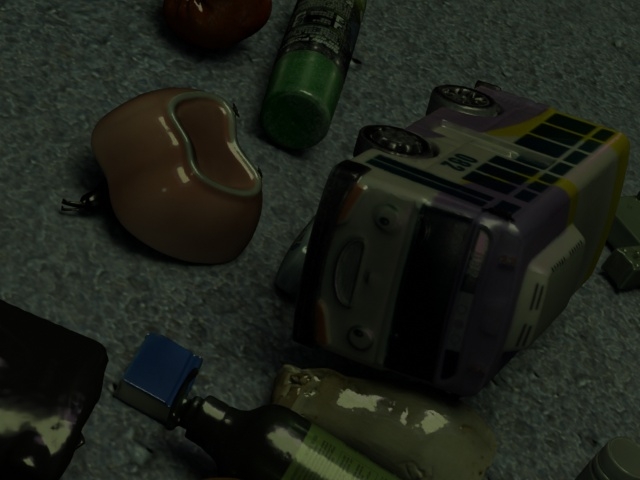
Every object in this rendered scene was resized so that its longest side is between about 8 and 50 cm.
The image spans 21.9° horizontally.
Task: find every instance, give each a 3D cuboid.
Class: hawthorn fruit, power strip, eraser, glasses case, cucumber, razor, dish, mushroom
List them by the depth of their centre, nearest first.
[{"bbox_3d":[-0.357,0.097,1.404,0.349,0.113,0.204,27,35,-6],"label":"razor"},{"bbox_3d":[-0.155,0.132,1.592,0.063,0.027,0.085,28,35,-3],"label":"eraser"},{"bbox_3d":[0.062,0.178,1.647,0.225,0.093,0.116,30,49,-8],"label":"mushroom"},{"bbox_3d":[-0.135,-0.085,1.774,0.213,0.090,0.213,27,42,-28],"label":"dish"},{"bbox_3d":[-0.214,-0.061,1.776,0.043,0.039,0.163,21,28,21],"label":"cucumber"},{"bbox_3d":[0.000,0.000,1.838,0.045,0.067,0.178,36,35,2],"label":"glasses case"},{"bbox_3d":[-0.128,-0.304,2.070,0.138,0.133,0.133,9,38,-54],"label":"hawthorn fruit"},{"bbox_3d":[0.431,0.027,2.141,0.145,0.061,0.216,-7,50,-44],"label":"power strip"}]

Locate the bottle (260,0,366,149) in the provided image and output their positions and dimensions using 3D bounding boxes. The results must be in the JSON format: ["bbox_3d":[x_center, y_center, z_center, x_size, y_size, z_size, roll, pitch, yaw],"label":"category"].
[{"bbox_3d":[-0.007,-0.235,2.100,0.093,0.093,0.330,27,35,-8],"label":"bottle"}]

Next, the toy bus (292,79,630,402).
[{"bbox_3d":[0.164,-0.008,1.770,0.249,0.209,0.440,22,24,19],"label":"toy bus"}]

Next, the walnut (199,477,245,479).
[{"bbox_3d":[-0.068,0.282,1.375,0.184,0.155,0.155,28,35,3],"label":"walnut"}]

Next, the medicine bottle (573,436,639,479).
[{"bbox_3d":[0.302,0.255,1.735,0.058,0.091,0.058,20,36,-16],"label":"medicine bottle"}]

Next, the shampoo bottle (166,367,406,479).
[{"bbox_3d":[-0.016,0.222,1.525,0.284,0.101,0.101,31,35,0],"label":"shampoo bottle"}]
